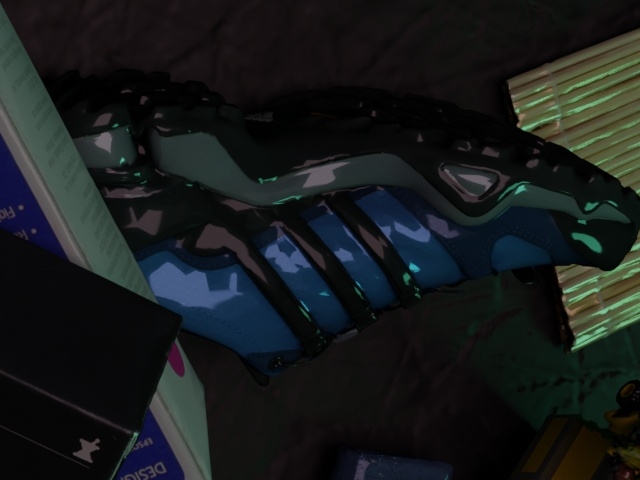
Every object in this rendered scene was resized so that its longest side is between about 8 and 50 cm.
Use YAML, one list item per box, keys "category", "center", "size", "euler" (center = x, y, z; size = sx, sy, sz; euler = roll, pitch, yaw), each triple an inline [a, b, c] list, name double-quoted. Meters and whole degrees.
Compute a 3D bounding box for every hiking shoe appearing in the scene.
- category: "hiking shoe"
  center: [0.000, 0.000, 0.825]
  size: [0.304, 0.113, 0.132]
  euler: [5, 106, -16]

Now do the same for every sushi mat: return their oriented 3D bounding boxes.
- category: "sushi mat"
  center: [0.246, -0.065, 0.960]
  size: [0.316, 0.019, 0.151]
  euler: [-22, 104, -19]

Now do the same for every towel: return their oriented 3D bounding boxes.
- category: "towel"
  center: [0.024, 0.162, 0.888]
  size: [0.067, 0.029, 0.119]
  euler: [12, 93, -25]

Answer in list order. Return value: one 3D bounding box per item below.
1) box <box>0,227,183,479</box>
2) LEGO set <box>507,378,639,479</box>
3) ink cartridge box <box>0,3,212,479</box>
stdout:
- category: "box"
  center: [-0.210, 0.062, 0.658]
  size: [0.261, 0.103, 0.184]
  euler: [27, 115, -5]
- category: "LEGO set"
  center: [0.198, 0.243, 0.853]
  size: [0.331, 0.255, 0.192]
  euler: [52, 60, -28]
- category: "ink cartridge box"
  center: [-0.171, 0.019, 0.723]
  size: [0.175, 0.069, 0.371]
  euler: [-22, 106, 13]
